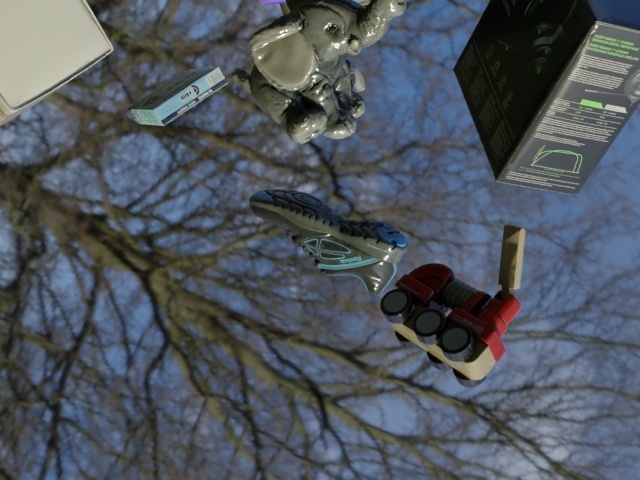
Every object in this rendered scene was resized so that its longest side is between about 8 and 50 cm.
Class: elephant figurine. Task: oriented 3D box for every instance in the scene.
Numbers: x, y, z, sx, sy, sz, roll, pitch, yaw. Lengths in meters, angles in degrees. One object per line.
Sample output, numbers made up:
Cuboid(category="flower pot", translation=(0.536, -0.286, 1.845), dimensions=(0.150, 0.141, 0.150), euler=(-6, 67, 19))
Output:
Cuboid(category="elephant figurine", translation=(-0.006, -0.258, 1.362), dimensions=(0.239, 0.186, 0.169), euler=(95, -19, -47))

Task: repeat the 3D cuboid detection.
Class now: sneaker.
Cuboid(category="sneaker", translation=(0.000, 0.000, 2.182), dimensions=(0.125, 0.341, 0.139), euler=(-43, 154, -64))

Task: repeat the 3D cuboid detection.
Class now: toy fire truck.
Cuboid(category="toy fire truck", translation=(0.250, 0.089, 1.838), dimensions=(0.246, 0.158, 0.217), euler=(-46, -132, -15))

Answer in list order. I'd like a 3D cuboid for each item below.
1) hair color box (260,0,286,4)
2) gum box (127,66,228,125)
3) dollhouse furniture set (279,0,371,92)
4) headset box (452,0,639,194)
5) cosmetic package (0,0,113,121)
Cuboid(category="hair color box", translation=(-0.104, -0.545, 1.744), dimensions=(0.110, 0.339, 0.185), euler=(0, -105, 18))
Cuboid(category="gum box", translation=(-0.286, -0.287, 2.114), dimensions=(0.157, 0.041, 0.184), euler=(-37, -160, -17))
Cuboid(category="dollhouse furniture set", translation=(0.072, -0.463, 2.149), dimensions=(0.303, 0.198, 0.286), euler=(147, -75, -72))
Cuboid(category="headset box", translation=(0.314, -0.249, 1.399), dimensions=(0.246, 0.131, 0.283), euler=(-103, -152, -43))
Cuboid(category="cosmetic package", translation=(-0.381, -0.233, 1.333), dimensions=(0.153, 0.129, 0.296), euler=(-36, -167, -18))
